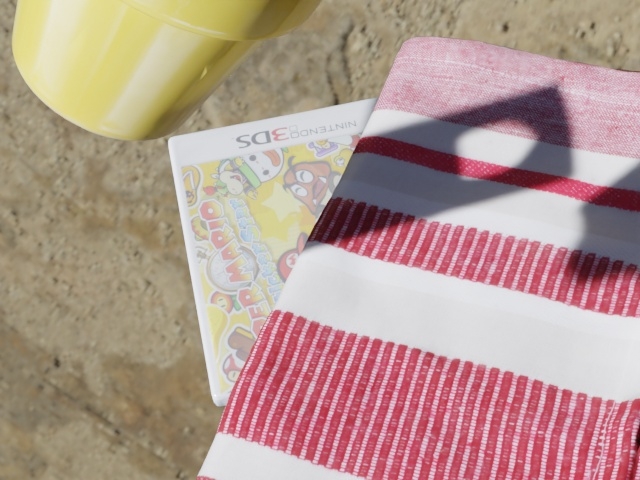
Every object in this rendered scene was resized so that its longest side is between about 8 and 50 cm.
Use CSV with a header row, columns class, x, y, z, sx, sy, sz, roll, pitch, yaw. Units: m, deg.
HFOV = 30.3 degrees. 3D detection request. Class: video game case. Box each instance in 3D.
class,x,y,z,sx,sy,sz,roll,pitch,yaw
video game case,0.000,0.000,0.916,0.206,0.227,0.026,-11,155,-4

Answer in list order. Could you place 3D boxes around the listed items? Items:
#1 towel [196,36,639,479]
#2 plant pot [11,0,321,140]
class,x,y,z,sx,sy,sz,roll,pitch,yaw
towel,0.092,0.024,0.652,0.237,0.329,0.037,12,151,27
plant pot,-0.132,-0.218,0.941,0.254,0.254,0.239,34,129,-5
